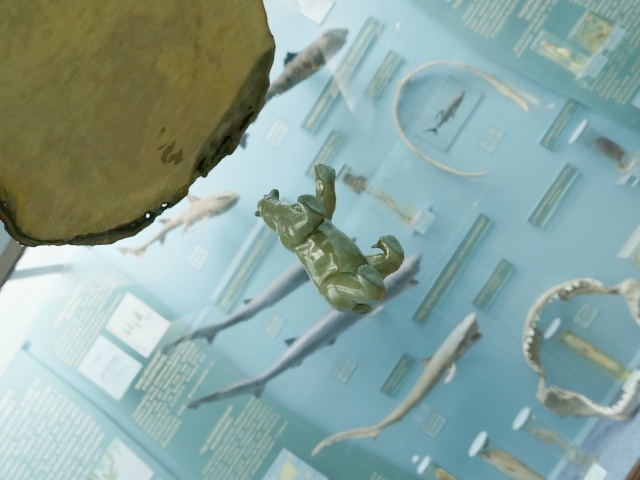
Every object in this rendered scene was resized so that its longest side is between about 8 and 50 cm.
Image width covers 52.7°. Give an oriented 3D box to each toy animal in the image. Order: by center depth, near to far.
[{"bbox_3d":[0.000,0.000,0.741,0.103,0.219,0.101,-17,-30,-49],"label":"toy animal"}]

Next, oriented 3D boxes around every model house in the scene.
[{"bbox_3d":[-0.217,-0.180,0.460,0.261,0.266,0.321,-50,-20,-12],"label":"model house"}]
